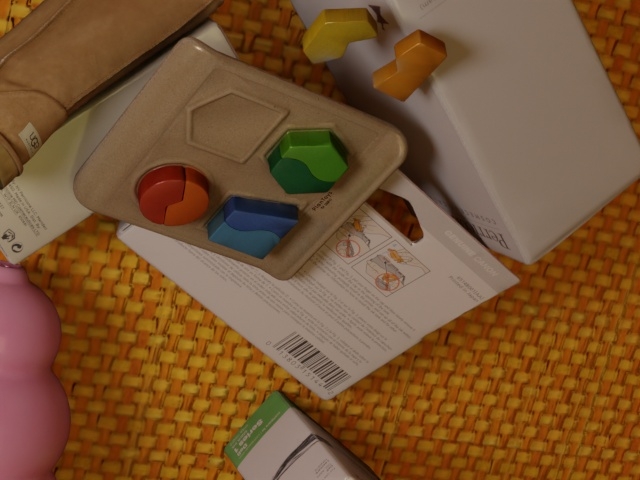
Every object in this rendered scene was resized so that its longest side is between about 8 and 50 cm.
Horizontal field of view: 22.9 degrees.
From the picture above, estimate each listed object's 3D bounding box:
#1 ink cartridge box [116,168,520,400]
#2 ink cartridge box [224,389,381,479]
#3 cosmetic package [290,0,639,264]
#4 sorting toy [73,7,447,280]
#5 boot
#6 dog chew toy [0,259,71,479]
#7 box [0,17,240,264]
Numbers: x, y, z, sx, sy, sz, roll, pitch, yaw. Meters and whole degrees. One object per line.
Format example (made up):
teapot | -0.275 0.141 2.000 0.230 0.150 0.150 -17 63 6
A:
ink cartridge box | 0.000 0.000 1.514 0.261 0.066 0.296 -34 121 28
ink cartridge box | 0.013 0.265 1.586 0.092 0.219 0.160 -47 116 0
cosmetic package | 0.096 -0.218 1.442 0.161 0.230 0.453 -38 116 -14
sorting toy | -0.044 -0.086 1.350 0.229 0.041 0.307 23 131 -27
boot | -0.256 -0.183 1.398 0.269 0.236 0.089 -46 154 -24
dog chew toy | -0.324 0.182 1.456 0.207 0.206 0.332 9 96 -22
box | -0.199 -0.101 1.448 0.275 0.113 0.094 -33 116 -6
